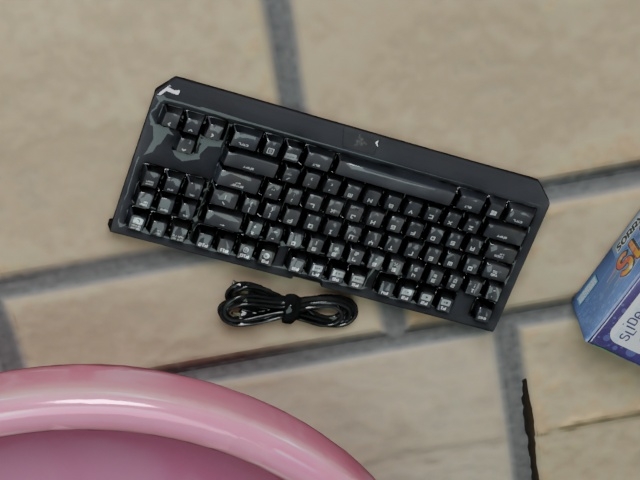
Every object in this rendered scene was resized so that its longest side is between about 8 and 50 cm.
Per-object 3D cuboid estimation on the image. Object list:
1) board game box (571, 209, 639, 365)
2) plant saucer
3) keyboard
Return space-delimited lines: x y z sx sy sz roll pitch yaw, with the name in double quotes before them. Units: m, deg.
"board game box" 0.223 -0.013 0.799 0.136 0.035 0.201 25 117 -19
"plant saucer" -0.110 0.185 0.865 0.332 0.084 0.332 -3 122 -4
"keyboard" 0.000 0.000 0.795 0.180 0.023 0.108 15 120 -13
